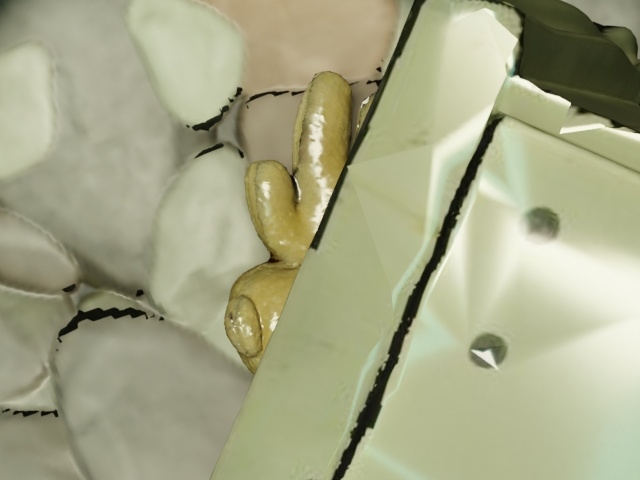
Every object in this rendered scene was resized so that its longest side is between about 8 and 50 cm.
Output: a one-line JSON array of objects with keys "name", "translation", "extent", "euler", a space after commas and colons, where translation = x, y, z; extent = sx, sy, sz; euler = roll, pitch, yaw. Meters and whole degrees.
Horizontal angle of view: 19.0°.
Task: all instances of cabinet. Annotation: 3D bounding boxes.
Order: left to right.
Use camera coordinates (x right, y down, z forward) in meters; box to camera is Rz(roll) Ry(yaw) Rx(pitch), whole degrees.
[{"name": "cabinet", "translation": [0.136, 0.135, 0.442], "extent": [0.318, 0.227, 0.290], "euler": [25, 99, 15]}]

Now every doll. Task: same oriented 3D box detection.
[{"name": "doll", "translation": [0.004, 0.000, 0.574], "extent": [0.061, 0.051, 0.093], "euler": [20, 97, -24]}]
